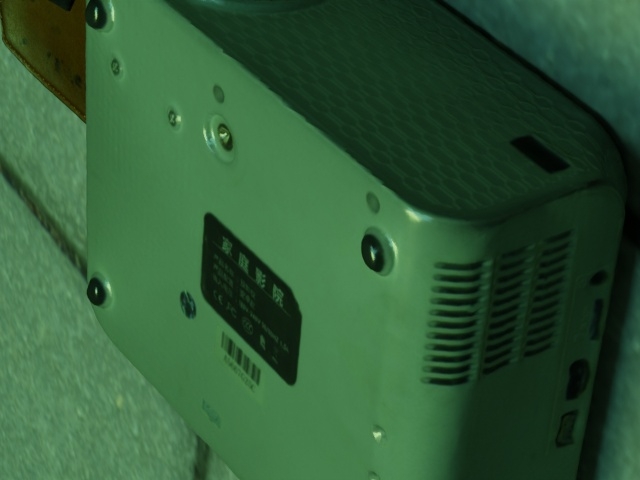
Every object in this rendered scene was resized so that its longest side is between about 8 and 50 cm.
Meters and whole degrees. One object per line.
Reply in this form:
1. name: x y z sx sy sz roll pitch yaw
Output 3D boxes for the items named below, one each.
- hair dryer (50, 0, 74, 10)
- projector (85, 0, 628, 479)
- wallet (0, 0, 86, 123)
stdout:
1. hair dryer: -0.088 -0.208 0.790 0.131 0.073 0.236 6 88 60
2. projector: 0.000 0.000 0.792 0.250 0.108 0.198 44 140 41
3. wallet: -0.106 -0.121 0.980 0.195 0.042 0.161 41 144 39
